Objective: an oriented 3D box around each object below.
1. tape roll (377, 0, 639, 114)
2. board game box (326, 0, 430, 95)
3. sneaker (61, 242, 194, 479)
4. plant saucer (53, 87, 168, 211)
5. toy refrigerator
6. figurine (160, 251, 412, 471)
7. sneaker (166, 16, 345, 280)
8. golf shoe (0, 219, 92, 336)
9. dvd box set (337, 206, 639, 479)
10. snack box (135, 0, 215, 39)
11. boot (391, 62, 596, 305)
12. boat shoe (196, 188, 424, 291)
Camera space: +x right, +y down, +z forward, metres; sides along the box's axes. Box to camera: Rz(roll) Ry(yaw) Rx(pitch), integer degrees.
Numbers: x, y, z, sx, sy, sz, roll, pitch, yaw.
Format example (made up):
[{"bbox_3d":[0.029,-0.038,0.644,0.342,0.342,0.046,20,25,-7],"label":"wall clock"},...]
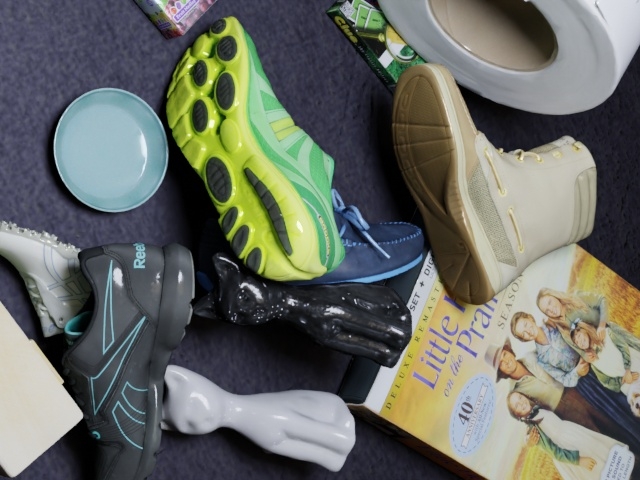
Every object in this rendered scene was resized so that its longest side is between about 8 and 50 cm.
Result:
[{"bbox_3d":[0.196,-0.255,1.372,0.286,0.286,0.100,43,67,-25],"label":"tape roll"},{"bbox_3d":[0.127,-0.293,1.515,0.136,0.030,0.259,49,65,-25],"label":"board game box"},{"bbox_3d":[-0.191,0.121,1.237,0.106,0.101,0.267,8,108,-18],"label":"sneaker"},{"bbox_3d":[-0.205,-0.086,1.297,0.119,0.021,0.119,2,87,-33],"label":"plant saucer"},{"bbox_3d":[-0.327,0.070,1.166,0.094,0.102,0.269,-41,109,-27],"label":"toy refrigerator"},{"bbox_3d":[-0.049,0.122,1.324,0.209,0.092,0.215,17,111,-26],"label":"figurine"},{"bbox_3d":[-0.062,-0.083,1.307,0.123,0.109,0.295,19,45,-54],"label":"sneaker"},{"bbox_3d":[-0.245,0.045,1.244,0.176,0.069,0.086,33,77,-27],"label":"golf shoe"},{"bbox_3d":[0.241,0.142,1.555,0.420,0.062,0.307,34,69,-27],"label":"dvd box set"},{"bbox_3d":[-0.132,-0.285,1.340,0.100,0.037,0.141,49,65,-21],"label":"snack box"},{"bbox_3d":[0.193,-0.087,1.443,0.203,0.095,0.262,-27,103,-33],"label":"boot"},{"bbox_3d":[0.000,0.000,1.375,0.258,0.109,0.089,-10,105,-35],"label":"boat shoe"}]
